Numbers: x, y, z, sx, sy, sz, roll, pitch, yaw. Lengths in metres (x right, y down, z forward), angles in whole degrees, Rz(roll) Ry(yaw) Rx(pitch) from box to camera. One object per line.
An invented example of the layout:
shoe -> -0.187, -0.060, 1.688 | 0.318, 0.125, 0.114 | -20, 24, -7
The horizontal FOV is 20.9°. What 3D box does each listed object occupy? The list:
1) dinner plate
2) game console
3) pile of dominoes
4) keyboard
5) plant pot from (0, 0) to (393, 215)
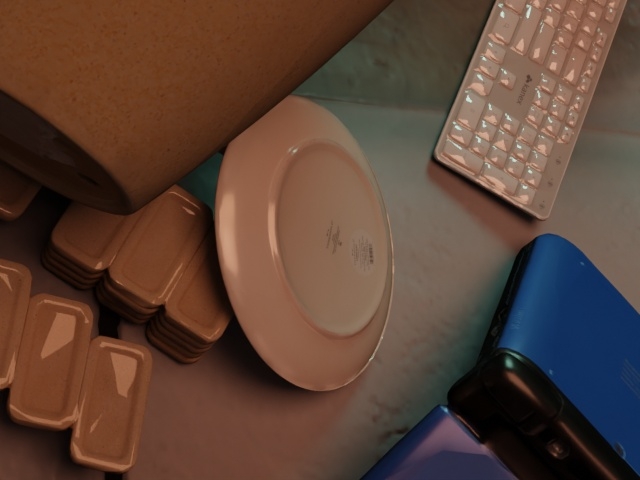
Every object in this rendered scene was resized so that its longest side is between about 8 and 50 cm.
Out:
dinner plate -> 0.000, 0.000, 0.817 | 0.141, 0.017, 0.141 | 17, 70, -54
game console -> 0.131, 0.185, 0.858 | 0.293, 0.173, 0.250 | 48, 27, -8
pile of dominoes -> -0.148, -0.029, 0.780 | 0.251, 0.040, 0.196 | 33, 61, -7
keyboard -> 0.133, -0.130, 0.971 | 0.072, 0.014, 0.256 | 32, 61, -16
plant pot -> -0.060, -0.158, 0.728 | 0.256, 0.256, 0.274 | 36, 76, -14
